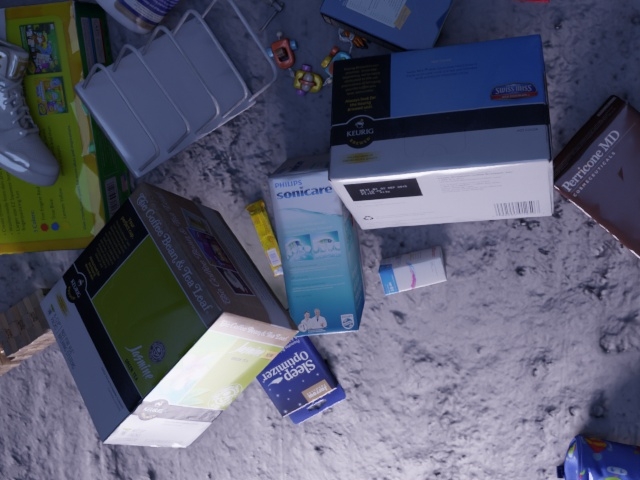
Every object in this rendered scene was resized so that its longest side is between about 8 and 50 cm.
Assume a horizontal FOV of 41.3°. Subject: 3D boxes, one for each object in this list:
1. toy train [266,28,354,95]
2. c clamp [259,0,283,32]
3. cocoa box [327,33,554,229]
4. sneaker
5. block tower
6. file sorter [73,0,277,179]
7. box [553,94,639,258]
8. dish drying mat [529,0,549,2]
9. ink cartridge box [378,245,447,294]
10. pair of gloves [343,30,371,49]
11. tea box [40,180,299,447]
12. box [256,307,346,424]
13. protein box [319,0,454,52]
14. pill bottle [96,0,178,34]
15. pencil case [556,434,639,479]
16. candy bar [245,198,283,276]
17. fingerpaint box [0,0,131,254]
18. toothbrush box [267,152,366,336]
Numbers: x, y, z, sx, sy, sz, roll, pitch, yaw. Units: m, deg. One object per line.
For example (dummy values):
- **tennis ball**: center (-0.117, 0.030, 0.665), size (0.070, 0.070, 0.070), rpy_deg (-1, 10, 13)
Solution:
- **toy train**: center (-0.015, -0.333, 1.560), size (0.166, 0.046, 0.125), rpy_deg (-10, 105, 14)
- **c clamp**: center (-0.116, -0.487, 1.551), size (0.137, 0.022, 0.161), rpy_deg (-41, 96, 15)
- **cocoa box**: center (0.208, -0.173, 1.426), size (0.346, 0.231, 0.228), rpy_deg (-4, 69, 15)
- **sneaker**: center (-0.536, -0.240, 1.458), size (0.292, 0.108, 0.169), rpy_deg (42, 107, -3)
- **block tower**: center (-0.648, 0.210, 1.753), size (0.335, 0.097, 0.091), rpy_deg (-30, 77, 12)
- **file sorter**: center (-0.246, -0.273, 1.477), size (0.277, 0.173, 0.193), rpy_deg (-37, 98, -24)
- **box**: center (0.607, -0.063, 1.507), size (0.381, 0.143, 0.191), rpy_deg (39, 106, -1)
- **dish drying mat**: center (0.366, -0.441, 1.506), size (0.083, 0.008, 0.032), rpy_deg (6, 106, 6)
- **ink cartridge box**: center (0.177, 0.056, 1.617), size (0.122, 0.088, 0.052), rpy_deg (-15, 102, 11)
- **pair of gloves**: center (0.082, -0.396, 1.554), size (0.083, 0.010, 0.074), rpy_deg (-38, 97, 14)
- **tea box**: center (-0.275, 0.136, 1.513), size (0.323, 0.220, 0.329), rpy_deg (-47, 56, 16)
- **box**: center (-0.060, 0.266, 1.732), size (0.136, 0.036, 0.225), rpy_deg (-31, 100, 14)
- **protein box**: center (0.132, -0.437, 1.460), size (0.201, 0.136, 0.200), rpy_deg (24, 99, 1)
- **pill bottle**: center (-0.279, -0.507, 1.499), size (0.264, 0.153, 0.153), rpy_deg (-42, 96, 15)
- **pencil case**: center (0.623, 0.469, 1.649), size (0.305, 0.119, 0.133), rpy_deg (11, 89, 5)
- **candy bar**: center (-0.102, -0.001, 1.676), size (0.040, 0.018, 0.162), rpy_deg (-18, 102, 15)
- **fingerpaint box**: center (-0.577, -0.207, 1.611), size (0.370, 0.163, 0.445), rpy_deg (-4, 102, 8)
- **toothbrush box**: center (0.000, 0.000, 1.562), size (0.126, 0.216, 0.296), rpy_deg (-8, 102, 9)
